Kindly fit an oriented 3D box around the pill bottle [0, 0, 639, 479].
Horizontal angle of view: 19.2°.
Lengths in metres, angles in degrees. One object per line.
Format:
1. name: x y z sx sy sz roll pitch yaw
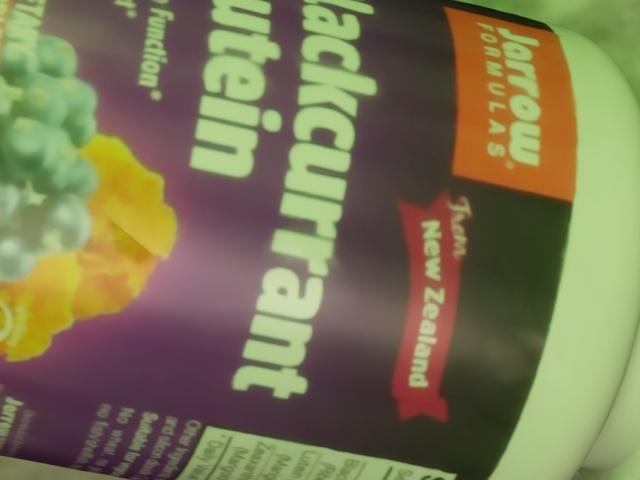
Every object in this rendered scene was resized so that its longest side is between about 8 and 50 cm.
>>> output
1. pill bottle: 0.000 0.000 0.381 0.194 0.108 0.108 12 119 -13
